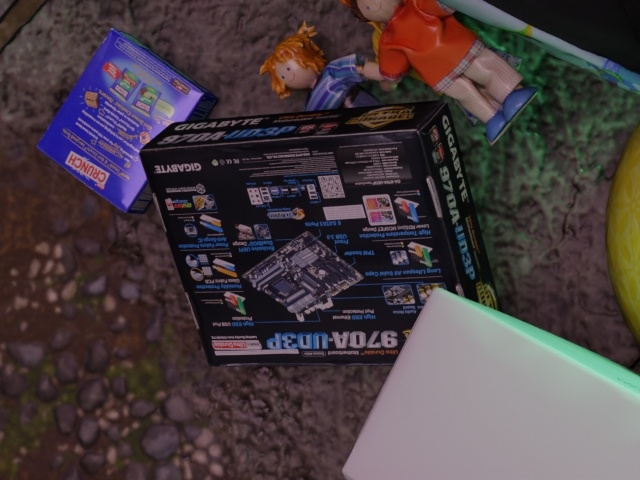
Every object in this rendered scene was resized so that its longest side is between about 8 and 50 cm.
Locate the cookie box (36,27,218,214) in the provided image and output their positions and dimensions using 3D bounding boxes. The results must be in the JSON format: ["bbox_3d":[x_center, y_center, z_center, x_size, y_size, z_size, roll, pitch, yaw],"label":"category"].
[{"bbox_3d":[-0.144,-0.088,1.312,0.092,0.040,0.107,36,97,14],"label":"cookie box"}]

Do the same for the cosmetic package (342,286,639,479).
[{"bbox_3d":[0.179,0.152,1.073,0.224,0.225,0.138,29,95,43],"label":"cosmetic package"}]

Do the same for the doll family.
[{"bbox_3d":[0.042,-0.100,1.226,0.163,0.118,0.263,41,127,4],"label":"doll family"}]

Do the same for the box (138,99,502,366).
[{"bbox_3d":[0.000,0.000,1.198,0.220,0.051,0.175,-3,116,30],"label":"box"}]

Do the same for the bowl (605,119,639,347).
[{"bbox_3d":[0.317,-0.008,1.116,0.290,0.156,0.289,-1,87,16],"label":"bowl"}]

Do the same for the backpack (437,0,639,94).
[{"bbox_3d":[0.121,-0.259,1.040,0.356,0.273,0.290,12,114,-22],"label":"backpack"}]
